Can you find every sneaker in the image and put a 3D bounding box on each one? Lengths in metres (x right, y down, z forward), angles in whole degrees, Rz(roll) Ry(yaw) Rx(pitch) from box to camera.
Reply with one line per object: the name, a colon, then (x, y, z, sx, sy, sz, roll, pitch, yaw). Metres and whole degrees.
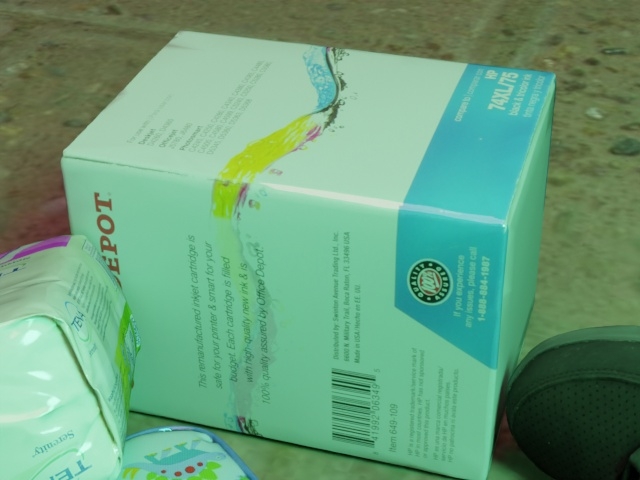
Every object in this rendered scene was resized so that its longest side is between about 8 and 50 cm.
sneaker: (0.224, 0.155, 0.667, 0.341, 0.125, 0.139, 27, 44, 37)

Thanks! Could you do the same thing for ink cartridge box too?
ink cartridge box: (0.000, 0.000, 0.841, 0.270, 0.198, 0.197, 9, 35, 14)

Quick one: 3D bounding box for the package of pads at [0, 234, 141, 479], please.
package of pads: (-0.245, 0.100, 0.662, 0.296, 0.101, 0.229, -22, 12, -3)

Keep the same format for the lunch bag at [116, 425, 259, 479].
lunch bag: (-0.113, 0.197, 0.641, 0.219, 0.090, 0.176, -20, 37, -27)
